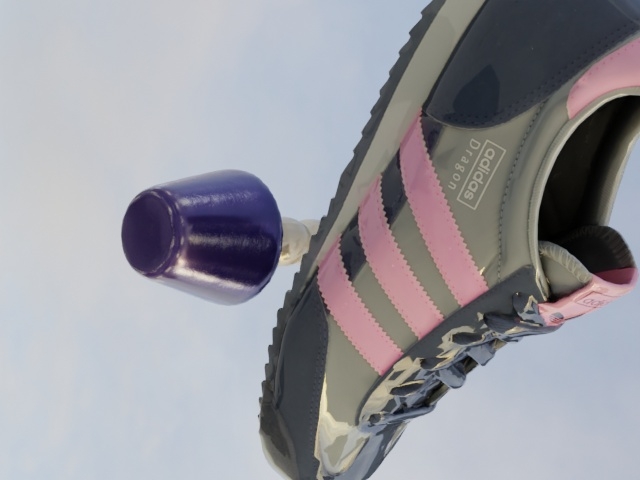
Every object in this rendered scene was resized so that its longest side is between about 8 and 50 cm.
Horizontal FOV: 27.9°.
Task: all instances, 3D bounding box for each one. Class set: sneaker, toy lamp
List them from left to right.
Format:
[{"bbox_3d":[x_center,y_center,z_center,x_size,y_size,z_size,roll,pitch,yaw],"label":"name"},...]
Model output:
[{"bbox_3d":[0.000,0.000,0.774,0.080,0.275,0.080,-1,-91,41],"label":"toy lamp"},{"bbox_3d":[0.070,0.021,0.608,0.131,0.112,0.319,39,-57,29],"label":"sneaker"}]
